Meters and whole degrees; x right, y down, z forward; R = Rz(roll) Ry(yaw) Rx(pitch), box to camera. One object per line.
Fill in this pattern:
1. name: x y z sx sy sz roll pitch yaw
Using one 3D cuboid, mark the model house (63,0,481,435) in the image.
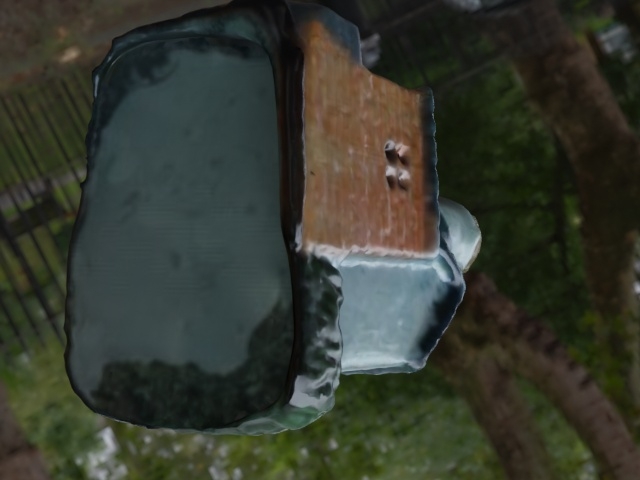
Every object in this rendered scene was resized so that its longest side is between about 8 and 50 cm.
1. model house: 0.000 0.000 0.923 0.184 0.253 0.291 -7 170 39
